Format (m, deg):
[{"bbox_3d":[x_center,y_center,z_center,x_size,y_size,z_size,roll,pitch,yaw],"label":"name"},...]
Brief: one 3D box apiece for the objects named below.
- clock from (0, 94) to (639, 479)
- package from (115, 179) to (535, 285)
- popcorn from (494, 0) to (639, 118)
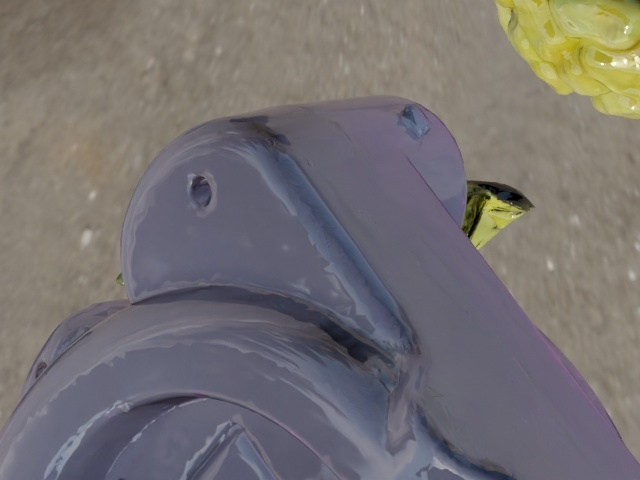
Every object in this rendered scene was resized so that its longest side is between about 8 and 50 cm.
[{"bbox_3d":[-0.010,0.142,0.692,0.295,0.113,0.322,54,129,20],"label":"clock"},{"bbox_3d":[0.000,0.000,1.217,0.226,0.168,0.090,11,125,36],"label":"package"},{"bbox_3d":[0.185,-0.179,1.035,0.217,0.181,0.235,45,68,-29],"label":"popcorn"}]
